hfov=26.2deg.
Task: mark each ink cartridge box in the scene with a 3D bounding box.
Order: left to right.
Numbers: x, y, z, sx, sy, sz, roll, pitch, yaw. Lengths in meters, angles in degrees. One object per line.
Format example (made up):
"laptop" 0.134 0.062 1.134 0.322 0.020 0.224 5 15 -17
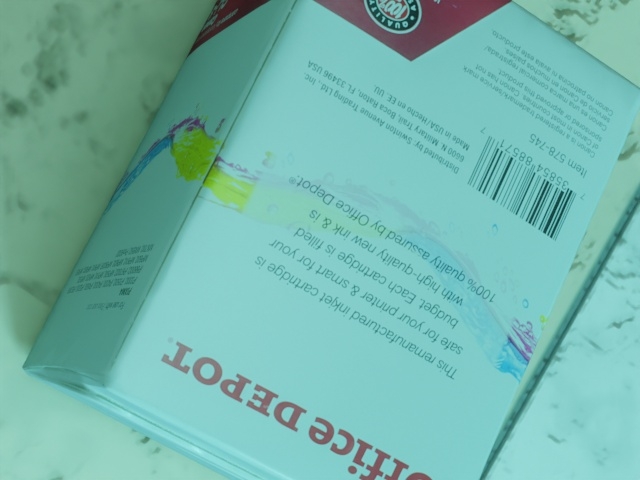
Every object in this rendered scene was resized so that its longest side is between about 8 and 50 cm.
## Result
"ink cartridge box" 0.000 0.000 0.479 0.128 0.127 0.176 31 75 -19
